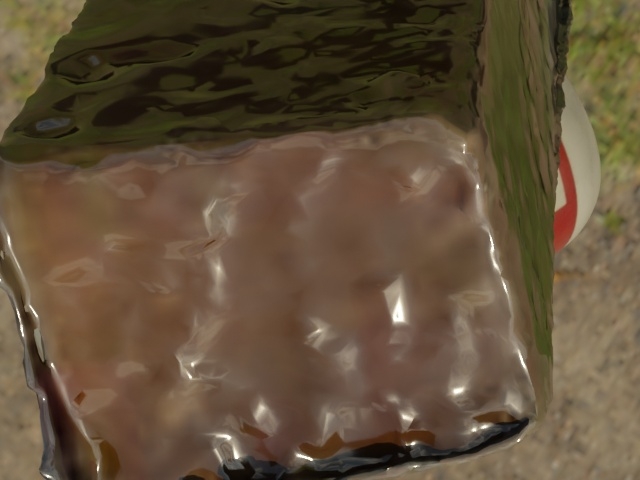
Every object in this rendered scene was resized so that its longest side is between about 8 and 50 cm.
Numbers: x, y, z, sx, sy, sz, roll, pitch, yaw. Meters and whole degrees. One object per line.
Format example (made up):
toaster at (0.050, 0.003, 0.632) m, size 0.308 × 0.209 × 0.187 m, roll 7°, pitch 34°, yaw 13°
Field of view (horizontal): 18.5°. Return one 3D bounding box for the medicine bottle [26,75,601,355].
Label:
medicine bottle at (0.000, 0.000, 0.884) m, size 0.131 × 0.250 × 0.131 m, roll 43°, pitch 152°, yaw 29°

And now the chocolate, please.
chocolate at (0.010, -0.052, 0.534) m, size 0.112 × 0.321 × 0.112 m, roll -6°, pitch 119°, yaw 14°
